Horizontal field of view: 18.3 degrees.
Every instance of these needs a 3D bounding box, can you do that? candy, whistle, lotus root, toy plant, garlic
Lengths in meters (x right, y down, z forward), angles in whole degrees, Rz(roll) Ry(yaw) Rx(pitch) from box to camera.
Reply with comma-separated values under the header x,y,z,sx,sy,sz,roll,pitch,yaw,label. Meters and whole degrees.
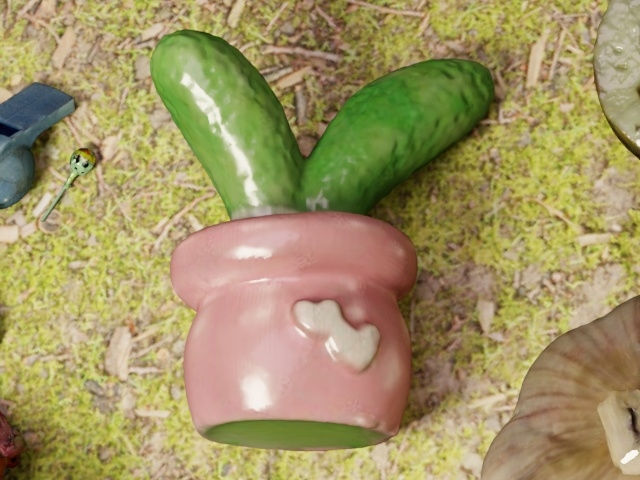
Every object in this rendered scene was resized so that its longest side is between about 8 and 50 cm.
x,y,z,sx,sy,sz,roll,pitch,yaw,label
-0.241,-0.051,1.891,0.025,0.023,0.083,33,91,7,candy
-0.300,-0.079,1.892,0.090,0.090,0.158,29,43,22,whistle
0.325,-0.110,1.695,0.138,0.119,0.235,-47,68,-2,lotus root
0.001,0.004,1.719,0.317,0.210,0.356,5,67,-17,toy plant
0.275,0.182,1.559,0.322,0.241,0.322,-14,28,7,garlic

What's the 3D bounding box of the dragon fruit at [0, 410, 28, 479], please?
x,y,z,sx,sy,sz,roll,pitch,yaw,label
-0.311,0.196,1.795,0.096,0.147,0.102,20,100,-18,dragon fruit
